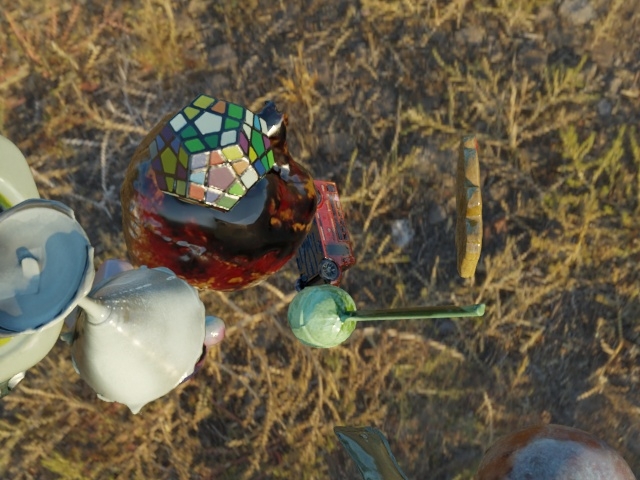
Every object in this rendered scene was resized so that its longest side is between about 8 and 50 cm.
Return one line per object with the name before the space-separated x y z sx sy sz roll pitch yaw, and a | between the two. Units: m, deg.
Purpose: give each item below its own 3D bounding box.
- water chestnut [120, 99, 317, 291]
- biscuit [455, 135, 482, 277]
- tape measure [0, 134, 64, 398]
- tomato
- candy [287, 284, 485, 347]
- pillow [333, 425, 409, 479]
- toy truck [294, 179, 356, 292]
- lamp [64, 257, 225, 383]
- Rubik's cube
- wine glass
water chestnut | -0.139 -0.060 1.330 0.289 0.244 0.289 6 78 -30
biscuit | 0.242 -0.057 1.549 0.036 0.166 0.225 1 61 2
tape measure | -0.302 0.035 0.667 0.115 0.235 0.207 -12 96 33
tomato | 0.422 0.485 1.726 0.317 0.283 0.316 12 69 -34
candy | 0.099 0.124 1.590 0.440 0.119 0.119 -6 51 51
pillow | 0.110 0.428 1.802 0.130 0.033 0.217 10 30 -35
toy truck | 0.000 0.000 2.022 0.114 0.107 0.252 0 67 -36
lamp | -0.371 0.200 2.001 0.247 0.301 0.247 -38 34 27
Rubik's cube | -0.115 -0.091 1.016 0.112 0.133 0.133 45 71 -9
wine glass | -0.165 0.048 0.688 0.122 0.183 0.122 -4 71 12
